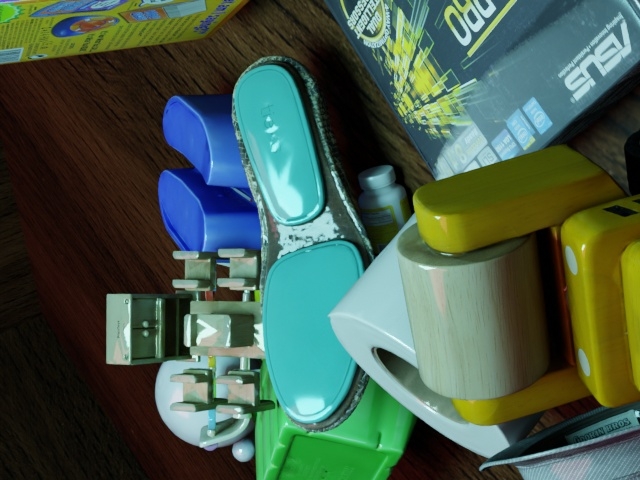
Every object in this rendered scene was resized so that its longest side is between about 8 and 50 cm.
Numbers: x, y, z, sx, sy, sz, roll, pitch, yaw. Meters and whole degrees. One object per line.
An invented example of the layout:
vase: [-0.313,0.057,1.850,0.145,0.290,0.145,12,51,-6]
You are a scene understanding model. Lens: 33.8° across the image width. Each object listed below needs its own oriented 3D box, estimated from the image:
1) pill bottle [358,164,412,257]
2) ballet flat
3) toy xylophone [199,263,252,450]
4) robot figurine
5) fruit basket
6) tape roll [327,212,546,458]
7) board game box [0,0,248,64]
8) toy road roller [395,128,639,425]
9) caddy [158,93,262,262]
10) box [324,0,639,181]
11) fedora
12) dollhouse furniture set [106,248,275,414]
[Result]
pill bottle: [0.086,-0.036,1.376,0.065,0.065,0.116,17,127,58]
ballet flat: [0.000,0.000,1.357,0.182,0.164,0.482,16,-119,-66]
toy xylophone: [-0.150,0.164,1.639,0.236,0.081,0.322,134,134,-82]
robot figurine: [-0.183,0.250,1.913,0.300,0.200,0.353,64,-170,-8]
fruit basket: [0.017,0.185,1.579,0.392,0.283,0.392,-167,90,-87]
tape roll: [0.156,0.098,1.144,0.246,0.169,0.246,38,165,12]
board game box: [-0.295,-0.436,1.288,0.356,0.356,0.356,174,85,-71]
toy road roller: [0.244,0.046,0.839,0.240,0.330,0.202,-116,12,-66]
caddy: [-0.124,-0.097,1.592,0.341,0.179,0.241,-137,51,-59]
box: [0.160,-0.236,1.011,0.318,0.097,0.395,58,156,8]
fedora: [0.286,0.220,0.968,0.244,0.275,0.124,-23,81,27]
dollhouse furniture set: [-0.150,0.121,1.455,0.242,0.161,0.212,-1,87,31]
